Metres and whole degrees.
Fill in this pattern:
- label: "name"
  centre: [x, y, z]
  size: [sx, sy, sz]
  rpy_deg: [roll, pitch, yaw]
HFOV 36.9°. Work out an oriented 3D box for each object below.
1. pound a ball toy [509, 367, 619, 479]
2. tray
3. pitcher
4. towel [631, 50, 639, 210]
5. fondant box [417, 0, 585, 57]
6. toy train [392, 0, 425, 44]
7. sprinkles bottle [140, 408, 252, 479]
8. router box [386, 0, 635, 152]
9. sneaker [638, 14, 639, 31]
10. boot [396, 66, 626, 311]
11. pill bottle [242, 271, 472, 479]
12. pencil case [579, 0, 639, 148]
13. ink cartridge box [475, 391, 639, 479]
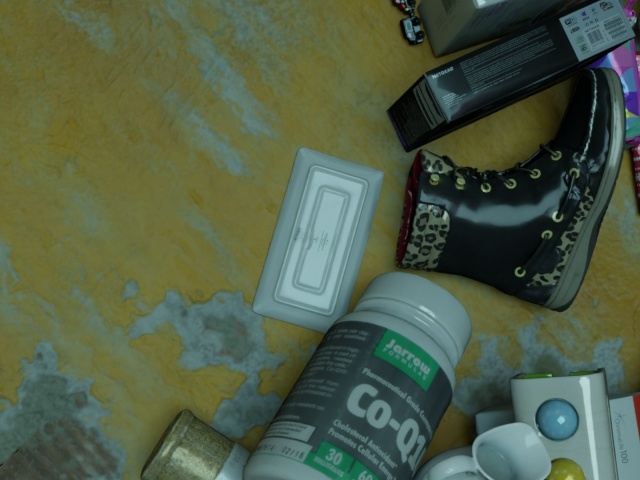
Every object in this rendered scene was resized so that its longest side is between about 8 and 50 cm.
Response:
- label: "pound a ball toy"
  centre: [0.305, 0.346, 1.325]
  size: [0.208, 0.136, 0.319]
  rpy_deg: [-7, 86, 20]
- label: "tray"
  centre: [0.000, 0.000, 1.474]
  size: [0.145, 0.030, 0.270]
  rpy_deg: [16, 83, -6]
- label: "pitcher"
  centre: [0.177, 0.329, 1.263]
  size: [0.177, 0.207, 0.125]
  rpy_deg: [2, 53, -30]
- label: "towel"
  centre: [0.602, -0.181, 1.564]
  size: [0.199, 0.031, 0.275]
  rpy_deg: [-7, 87, 1]
- label: "fondant box"
  centre: [0.336, -0.399, 1.453]
  size: [0.330, 0.238, 0.096]
  rpy_deg: [-18, 87, -10]
- label: "toy train"
  centre: [0.131, -0.388, 1.530]
  size: [0.036, 0.027, 0.158]
  rpy_deg: [-15, 88, 1]
- label: "sprinkles bottle"
  centre: [-0.082, 0.386, 1.381]
  size: [0.355, 0.121, 0.121]
  rpy_deg: [33, 81, -4]
- label: "router box"
  centre: [0.272, -0.245, 1.428]
  size: [0.309, 0.243, 0.081]
  rpy_deg: [-25, 89, -10]
- label: "sneaker"
  centre: [0.695, -0.412, 1.557]
  size: [0.210, 0.137, 0.366]
  rpy_deg: [44, 77, 0]
- label: "boot"
  centre: [0.283, -0.093, 1.446]
  size: [0.284, 0.138, 0.377]
  rpy_deg: [10, 106, -5]
- label: "pill bottle"
  centre: [0.064, 0.228, 1.327]
  size: [0.204, 0.204, 0.361]
  rpy_deg: [36, 57, -4]
- label: "pencil case"
  centre: [0.463, -0.261, 1.527]
  size: [0.104, 0.104, 0.236]
  rpy_deg: [-5, 88, -9]
- label: "ink cartridge box"
  centre: [0.438, 0.381, 1.389]
  size: [0.385, 0.091, 0.308]
  rpy_deg: [-10, 85, 22]
